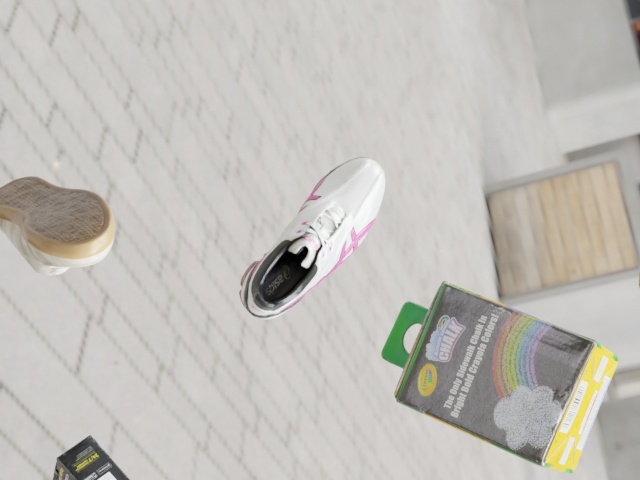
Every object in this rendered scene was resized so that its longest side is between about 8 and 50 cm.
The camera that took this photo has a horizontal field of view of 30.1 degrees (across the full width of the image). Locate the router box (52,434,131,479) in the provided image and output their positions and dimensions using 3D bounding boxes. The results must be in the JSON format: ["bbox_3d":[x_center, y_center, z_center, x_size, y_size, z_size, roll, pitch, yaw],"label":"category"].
[{"bbox_3d":[-0.206,0.286,1.154,0.133,0.179,0.046,43,53,17],"label":"router box"}]

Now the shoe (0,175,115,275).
[{"bbox_3d":[-0.233,-0.008,1.062,0.219,0.076,0.058,25,-43,56],"label":"shoe"}]

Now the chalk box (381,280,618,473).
[{"bbox_3d":[0.167,0.130,1.197,0.132,0.213,0.132,29,84,-62],"label":"chalk box"}]

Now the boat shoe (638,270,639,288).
[{"bbox_3d":[0.391,0.047,1.283,0.048,0.153,0.056,-42,105,-22],"label":"boat shoe"}]

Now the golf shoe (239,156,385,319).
[{"bbox_3d":[0.000,0.000,1.098,0.067,0.186,0.086,39,-5,-6],"label":"golf shoe"}]
